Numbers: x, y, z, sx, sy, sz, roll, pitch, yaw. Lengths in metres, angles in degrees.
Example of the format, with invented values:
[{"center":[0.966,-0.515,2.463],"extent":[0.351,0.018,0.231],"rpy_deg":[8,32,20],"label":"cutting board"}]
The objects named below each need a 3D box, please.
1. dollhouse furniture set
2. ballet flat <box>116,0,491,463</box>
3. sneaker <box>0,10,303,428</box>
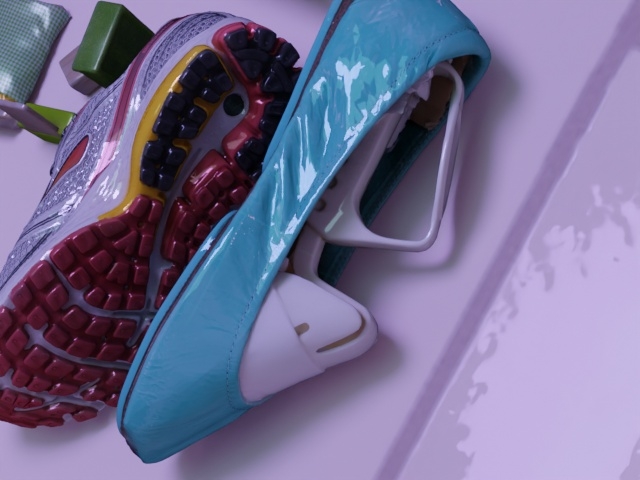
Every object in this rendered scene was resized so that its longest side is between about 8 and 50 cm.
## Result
[{"center":[-0.149,-0.096,0.996],"extent":[0.151,0.058,0.076],"rpy_deg":[13,76,35],"label":"dollhouse furniture set"},{"center":[0.000,0.000,0.850],"extent":[0.087,0.083,0.247],"rpy_deg":[27,87,23],"label":"ballet flat"},{"center":[-0.093,-0.009,0.920],"extent":[0.225,0.088,0.093],"rpy_deg":[-53,32,1],"label":"sneaker"}]
